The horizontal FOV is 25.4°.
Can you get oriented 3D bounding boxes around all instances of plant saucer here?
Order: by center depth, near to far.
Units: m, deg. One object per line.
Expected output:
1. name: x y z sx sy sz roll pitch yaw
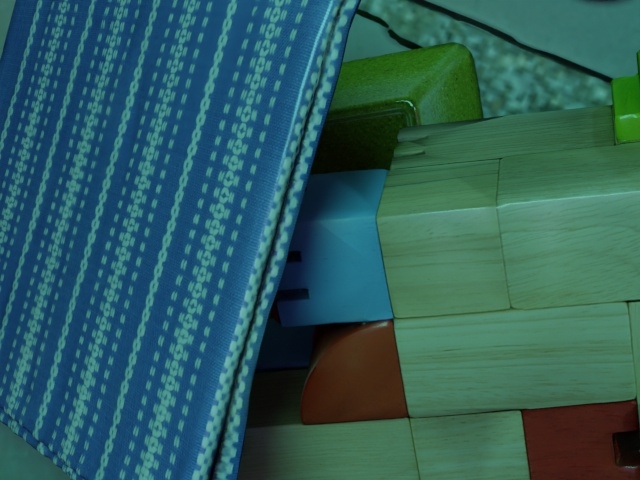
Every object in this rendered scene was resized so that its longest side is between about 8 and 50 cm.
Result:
1. plant saucer: 0.000 0.000 0.755 0.188 0.045 0.188 -9 90 11

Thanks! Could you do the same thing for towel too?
1. towel: -0.097 -0.017 0.669 0.040 0.336 0.243 13 93 -33

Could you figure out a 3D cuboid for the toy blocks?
1. toy blocks: 0.065 0.095 0.660 0.260 0.191 0.381 -5 116 11
